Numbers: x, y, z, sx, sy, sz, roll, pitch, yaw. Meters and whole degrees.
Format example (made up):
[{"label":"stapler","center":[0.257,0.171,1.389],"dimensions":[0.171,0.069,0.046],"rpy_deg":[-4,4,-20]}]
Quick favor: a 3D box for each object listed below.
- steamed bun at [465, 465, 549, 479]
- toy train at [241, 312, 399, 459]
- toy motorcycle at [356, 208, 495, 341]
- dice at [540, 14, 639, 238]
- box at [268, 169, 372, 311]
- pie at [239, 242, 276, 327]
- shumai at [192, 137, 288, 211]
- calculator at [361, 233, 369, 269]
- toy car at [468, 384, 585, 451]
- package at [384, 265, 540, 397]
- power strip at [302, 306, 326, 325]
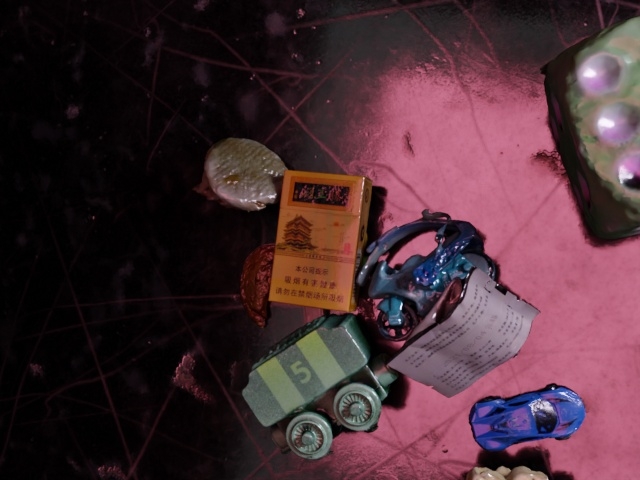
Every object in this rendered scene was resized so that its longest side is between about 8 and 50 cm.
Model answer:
[{"label":"steamed bun","center":[0.362,0.558,1.348],"dimensions":[0.296,0.137,0.292],"rpy_deg":[2,86,12]},{"label":"toy train","center":[-0.001,0.287,1.452],"dimensions":[0.299,0.167,0.238],"rpy_deg":[-36,88,12]},{"label":"toy motorcycle","center":[0.197,0.060,1.426],"dimensions":[0.260,0.154,0.206],"rpy_deg":[-32,67,7]},{"label":"dice","center":[0.572,-0.192,1.225],"dimensions":[0.319,0.330,0.322],"rpy_deg":[-18,79,15]},{"label":"box","center":[0.000,0.000,1.496],"dimensions":[0.174,0.076,0.273],"rpy_deg":[7,88,17]},{"label":"pie","center":[-0.136,0.089,1.593],"dimensions":[0.088,0.033,0.191],"rpy_deg":[17,92,22]},{"label":"shumai","center":[-0.170,-0.118,1.571],"dimensions":[0.201,0.201,0.120],"rpy_deg":[40,140,16]},{"label":"calculator","center":[0.016,-0.005,1.549],"dimensions":[0.235,0.032,0.146],"rpy_deg":[44,100,17]},{"label":"toy car","center":[0.389,0.339,1.388],"dimensions":[0.216,0.063,0.103],"rpy_deg":[-16,81,17]},{"label":"package","center":[0.270,0.186,1.374],"dimensions":[0.251,0.204,0.062],"rpy_deg":[-50,30,12]},{"label":"power strip","center":[-0.012,0.159,1.547],"dimensions":[0.048,0.030,0.191],"rpy_deg":[-7,84,19]}]
